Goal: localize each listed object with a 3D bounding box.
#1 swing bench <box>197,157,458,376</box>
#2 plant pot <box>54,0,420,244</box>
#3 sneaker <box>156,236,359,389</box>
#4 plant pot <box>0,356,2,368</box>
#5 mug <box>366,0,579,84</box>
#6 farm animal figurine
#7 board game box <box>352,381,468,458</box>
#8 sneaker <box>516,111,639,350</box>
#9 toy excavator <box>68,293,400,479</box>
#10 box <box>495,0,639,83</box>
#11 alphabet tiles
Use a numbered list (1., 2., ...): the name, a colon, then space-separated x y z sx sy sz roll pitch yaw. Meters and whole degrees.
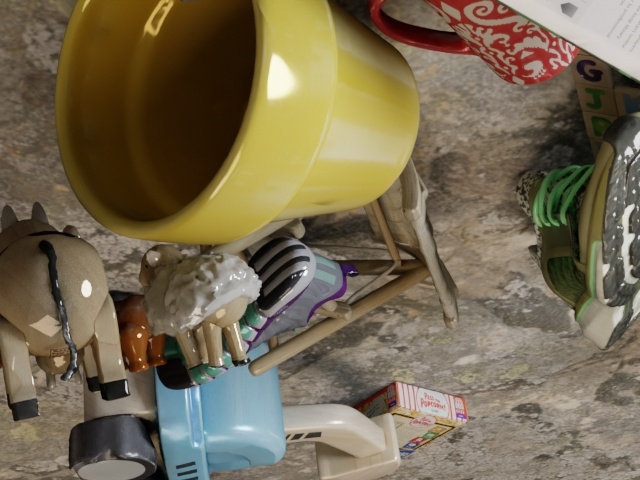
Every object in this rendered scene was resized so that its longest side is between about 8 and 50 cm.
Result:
1. swing bench: 0.000 0.000 1.135 0.254 0.165 0.253 -15 146 7
2. plant pot: -0.052 -0.117 0.884 0.254 0.254 0.239 -31 155 35
3. sneaker: -0.063 0.084 1.022 0.098 0.083 0.223 17 137 -43
4. plant pot: -0.470 0.048 1.074 0.235 0.267 0.267 -15 149 -9
5. mug: 0.133 -0.211 0.887 0.150 0.113 0.169 8 164 37
6. farm animal figurine: -0.261 0.054 0.884 0.330 0.172 0.326 -12 -179 -36
7. board game box: 0.121 0.300 1.726 0.146 0.045 0.193 19 141 -32
8. sneaker: 0.272 -0.019 1.118 0.158 0.182 0.410 -46 155 -14
9. toy excavator: -0.097 0.253 1.464 0.445 0.222 0.433 -4 149 -4
10. box: 0.250 -0.232 0.744 0.322 0.058 0.232 26 112 -17
11. alphabet tiles: 0.349 -0.118 0.985 0.237 0.009 0.198 16 150 36
